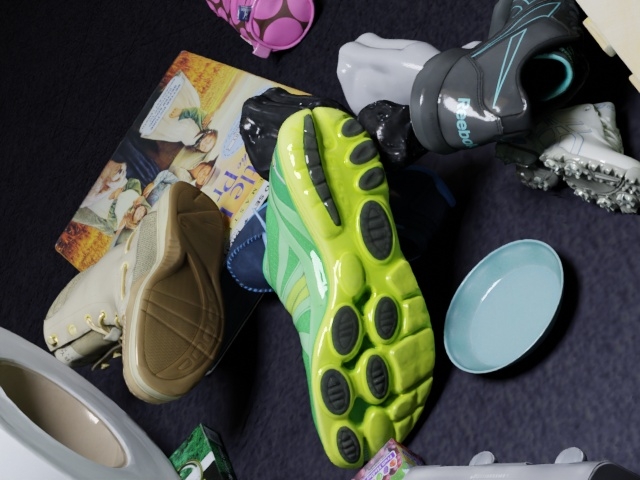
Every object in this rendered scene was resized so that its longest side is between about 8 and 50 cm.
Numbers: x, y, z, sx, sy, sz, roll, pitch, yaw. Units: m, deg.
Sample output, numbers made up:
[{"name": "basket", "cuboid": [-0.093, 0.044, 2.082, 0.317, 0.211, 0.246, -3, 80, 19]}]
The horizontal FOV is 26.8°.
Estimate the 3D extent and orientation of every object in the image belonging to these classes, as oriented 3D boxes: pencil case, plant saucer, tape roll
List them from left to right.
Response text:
[{"name": "tape roll", "cuboid": [-0.256, 0.186, 1.175, 0.100, 0.286, 0.286, -51, 31, 5]}, {"name": "pencil case", "cuboid": [-0.084, -0.298, 1.672, 0.098, 0.095, 0.209, -69, 25, 16]}, {"name": "plant saucer", "cuboid": [0.149, 0.055, 1.059, 0.119, 0.021, 0.119, -35, 36, 30]}]

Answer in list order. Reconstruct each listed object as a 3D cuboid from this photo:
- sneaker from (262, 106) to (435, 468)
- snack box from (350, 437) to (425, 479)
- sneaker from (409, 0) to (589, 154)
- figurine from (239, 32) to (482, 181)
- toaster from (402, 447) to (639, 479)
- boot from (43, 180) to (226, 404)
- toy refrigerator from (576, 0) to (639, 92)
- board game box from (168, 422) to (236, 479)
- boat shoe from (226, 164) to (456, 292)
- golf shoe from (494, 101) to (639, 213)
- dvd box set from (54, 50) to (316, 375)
[{"name": "sneaker", "cuboid": [0.019, 0.040, 1.117, 0.123, 0.109, 0.295, 143, 120, -69]}, {"name": "snack box", "cuboid": [0.034, 0.234, 1.023, 0.141, 0.037, 0.100, -48, 32, 10]}, {"name": "sneaker", "cuboid": [0.182, -0.151, 1.113, 0.106, 0.101, 0.267, 4, 39, 39]}, {"name": "figurine", "cuboid": [0.069, -0.123, 1.232, 0.215, 0.092, 0.209, -34, 26, -32]}, {"name": "toaster", "cuboid": [0.122, 0.227, 0.839, 0.168, 0.110, 0.185, -12, 50, 50]}, {"name": "boot", "cuboid": [-0.190, 0.085, 1.311, 0.203, 0.095, 0.262, -37, 35, 31]}, {"name": "toy refrigerator", "cuboid": [0.278, -0.130, 0.986, 0.094, 0.102, 0.269, -43, 33, 18]}, {"name": "board game box", "cuboid": [-0.171, 0.303, 1.249, 0.259, 0.030, 0.136, -49, 29, 9]}, {"name": "boat shoe", "cuboid": [0.000, 0.000, 1.232, 0.258, 0.109, 0.089, -26, 29, 42]}, {"name": "golf shoe", "cuboid": [0.212, -0.078, 1.065, 0.086, 0.069, 0.176, -51, 31, -6]}, {"name": "dvd box set", "cuboid": [-0.144, -0.051, 1.528, 0.307, 0.062, 0.420, -57, 31, -1]}]
